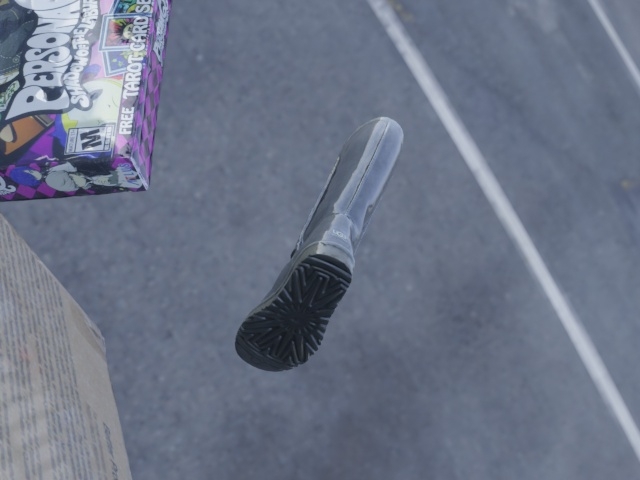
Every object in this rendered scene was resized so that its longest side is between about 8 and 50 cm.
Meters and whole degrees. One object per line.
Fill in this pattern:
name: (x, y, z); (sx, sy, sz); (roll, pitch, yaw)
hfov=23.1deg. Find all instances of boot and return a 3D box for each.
boot: (0.001, 0.002, 1.455); (0.076, 0.189, 0.208); (31, 39, -15)

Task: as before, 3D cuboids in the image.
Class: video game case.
video game case: (-0.204, -0.129, 1.028); (0.042, 0.210, 0.232); (69, 21, -56)

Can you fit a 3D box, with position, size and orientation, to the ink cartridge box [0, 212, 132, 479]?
ink cartridge box: (-0.158, 0.066, 0.628); (0.193, 0.088, 0.235); (57, 6, -36)
